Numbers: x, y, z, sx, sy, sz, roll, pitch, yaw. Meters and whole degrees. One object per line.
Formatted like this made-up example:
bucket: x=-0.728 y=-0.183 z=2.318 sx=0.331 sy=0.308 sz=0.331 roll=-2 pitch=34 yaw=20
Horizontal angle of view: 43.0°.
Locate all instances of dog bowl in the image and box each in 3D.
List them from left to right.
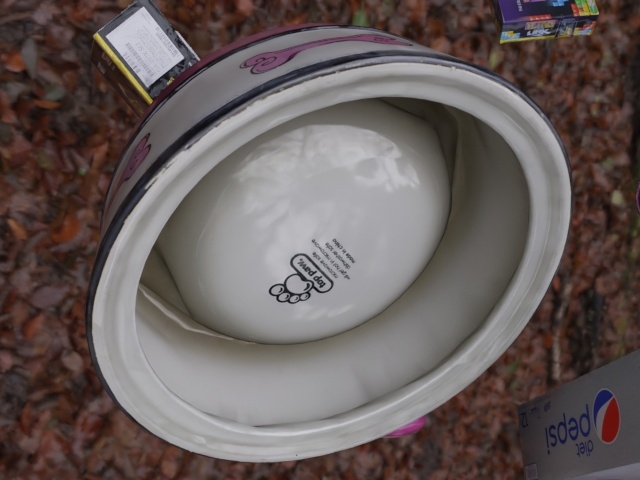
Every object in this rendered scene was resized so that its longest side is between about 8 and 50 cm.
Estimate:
dog bowl: x=0.000 y=0.000 z=0.699 sx=0.407 sy=0.150 sz=0.408 roll=-13 pitch=131 yaw=-15

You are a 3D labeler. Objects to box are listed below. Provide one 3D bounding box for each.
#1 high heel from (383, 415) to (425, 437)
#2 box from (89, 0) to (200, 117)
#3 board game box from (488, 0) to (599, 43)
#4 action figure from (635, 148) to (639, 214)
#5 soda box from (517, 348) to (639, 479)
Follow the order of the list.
high heel: x=0.005 y=0.150 z=1.124 sx=0.377 sy=0.127 sz=0.181 roll=20 pitch=100 yaw=-20
box: x=-0.168 y=-0.153 z=0.990 sx=0.079 sy=0.322 sz=0.257 roll=-43 pitch=108 yaw=-7
board game box: x=0.324 y=-0.381 z=1.218 sx=0.048 sy=0.141 sz=0.170 roll=88 pitch=-3 yaw=-61
action figure: x=0.560 y=0.001 z=1.151 sx=0.248 sy=0.370 sz=0.276 roll=1 pitch=128 yaw=-16
soda box: x=0.285 y=0.173 z=0.753 sx=0.286 sy=0.098 sz=0.091 roll=116 pitch=-24 yaw=-66
